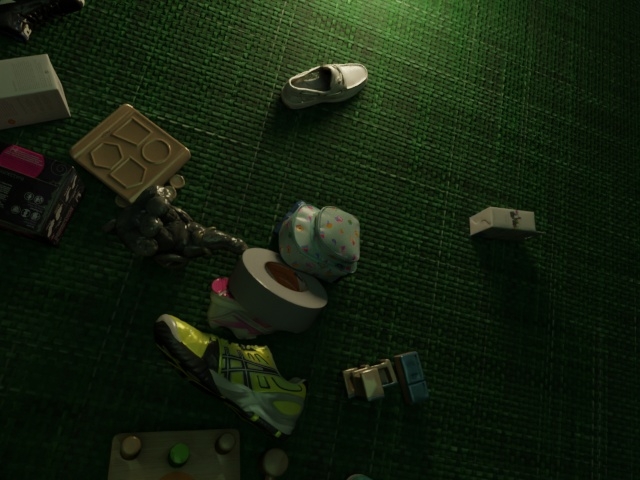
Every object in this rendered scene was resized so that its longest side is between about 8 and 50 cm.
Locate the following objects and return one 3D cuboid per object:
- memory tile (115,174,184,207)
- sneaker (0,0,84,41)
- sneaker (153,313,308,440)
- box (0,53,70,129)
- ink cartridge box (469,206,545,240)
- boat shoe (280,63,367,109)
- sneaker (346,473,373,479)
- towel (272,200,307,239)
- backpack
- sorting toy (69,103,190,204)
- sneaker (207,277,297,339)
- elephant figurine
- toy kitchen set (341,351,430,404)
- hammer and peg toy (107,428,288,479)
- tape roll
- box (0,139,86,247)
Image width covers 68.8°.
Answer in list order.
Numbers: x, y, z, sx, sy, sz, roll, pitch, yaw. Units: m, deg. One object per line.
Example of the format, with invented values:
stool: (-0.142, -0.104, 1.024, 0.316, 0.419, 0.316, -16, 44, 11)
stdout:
memory tile: (-0.410, -0.119, 1.132, 0.113, 0.012, 0.147, 32, 69, -6)
sneaker: (-0.687, -0.540, 1.134, 0.217, 0.079, 0.121, -5, 80, -9)
sneaker: (-0.196, 0.279, 1.035, 0.385, 0.145, 0.147, 42, 61, -13)
box: (-0.675, -0.330, 1.047, 0.171, 0.130, 0.090, -17, 82, -20)
ink cartridge box: (0.536, -0.044, 1.341, 0.182, 0.104, 0.061, 6, 75, -16)
boat shoe: (0.025, -0.442, 1.300, 0.277, 0.096, 0.098, -25, 84, -21)
sneaker: (0.161, 0.662, 1.034, 0.108, 0.121, 0.302, -31, 86, -22)
towel: (-0.065, -0.044, 1.205, 0.067, 0.029, 0.119, 38, 69, -3)
backpack: (0.000, 0.000, 1.129, 0.189, 0.144, 0.165, 17, 57, -21)
sorting toy: (-0.452, -0.204, 1.123, 0.208, 0.038, 0.193, 39, 69, 1)
sneaker: (-0.153, 0.175, 1.091, 0.253, 0.103, 0.111, 22, 110, -24)
elephant figurine: (-0.323, -0.004, 1.063, 0.169, 0.239, 0.186, -51, 50, 5)
toy kitchen set: (0.174, 0.343, 1.099, 0.207, 0.166, 0.122, -10, 79, -18)
hammer and peg toy: (-0.230, 0.512, 0.918, 0.362, 0.127, 0.265, 7, 55, -20)
tape roll: (-0.094, 0.108, 1.057, 0.219, 0.219, 0.072, 31, 106, -7)
box: (-0.662, -0.107, 0.987, 0.248, 0.142, 0.163, 20, 72, -9)
